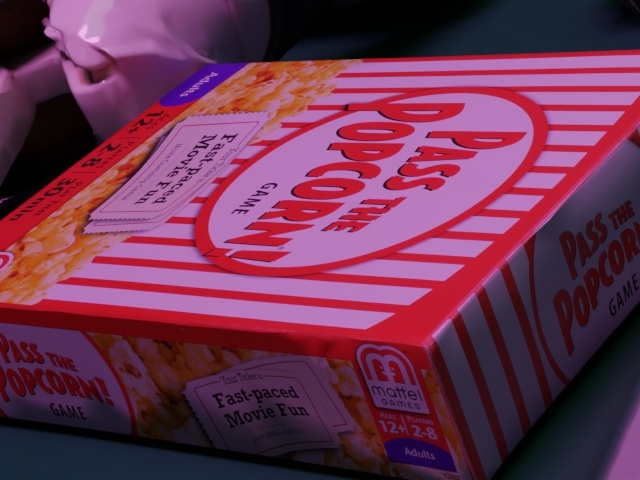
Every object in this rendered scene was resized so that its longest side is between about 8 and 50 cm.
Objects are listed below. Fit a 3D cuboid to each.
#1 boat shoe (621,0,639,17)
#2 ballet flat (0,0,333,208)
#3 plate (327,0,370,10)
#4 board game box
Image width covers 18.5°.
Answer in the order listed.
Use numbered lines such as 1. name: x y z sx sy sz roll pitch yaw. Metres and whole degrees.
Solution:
1. boat shoe: 0.116 -0.120 0.679 0.076 0.080 0.228 -16 23 24
2. ballet flat: -0.098 -0.047 0.689 0.280 0.095 0.096 -29 34 6
3. plate: -0.012 -0.159 0.890 0.278 0.045 0.277 -4 30 32
4. board game box: 0.000 0.000 0.555 0.193 0.045 0.147 3 33 40
